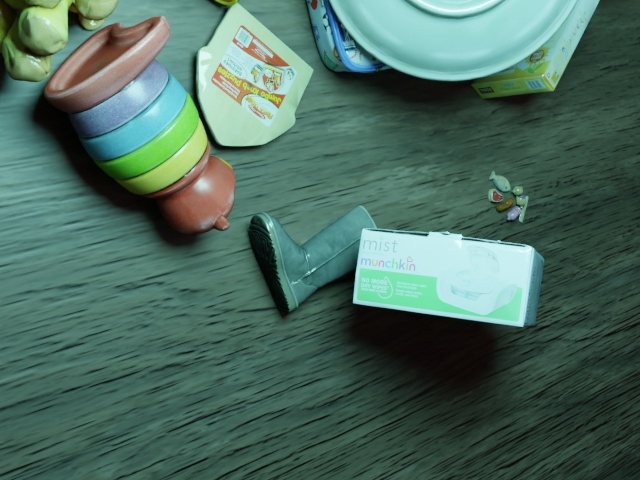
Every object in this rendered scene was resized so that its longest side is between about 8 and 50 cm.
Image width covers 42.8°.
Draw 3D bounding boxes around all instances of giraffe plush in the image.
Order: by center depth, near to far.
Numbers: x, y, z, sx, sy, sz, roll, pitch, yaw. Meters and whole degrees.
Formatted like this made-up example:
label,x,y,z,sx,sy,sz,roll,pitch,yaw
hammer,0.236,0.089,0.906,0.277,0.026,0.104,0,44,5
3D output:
label,x,y,z,sx,sy,sz,roll,pitch,yaw
giraffe plush,-0.329,-0.314,1.020,0.170,0.181,0.210,-17,68,-45

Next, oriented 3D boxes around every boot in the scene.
label,x,y,z,sx,sy,sz,roll,pitch,yaw
boot,-0.002,-0.002,1.311,0.208,0.076,0.190,-30,124,-24

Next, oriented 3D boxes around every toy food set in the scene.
label,x,y,z,sx,sy,sz,roll,pitch,yaw
toy food set,0.374,-0.081,1.617,0.122,0.019,0.078,22,80,-35

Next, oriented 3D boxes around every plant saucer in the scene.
label,x,y,z,sx,sy,sz,roll,pitch,yaw
plant saucer,0.191,-0.424,1.152,0.400,0.100,0.401,1,105,5

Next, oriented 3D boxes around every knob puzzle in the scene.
label,x,y,z,sx,sy,sz,roll,pitch,yaw
knob puzzle,-0.116,-0.229,1.240,0.213,0.030,0.213,-3,94,-37

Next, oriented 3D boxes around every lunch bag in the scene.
label,x,y,z,sx,sy,sz,roll,pitch,yaw
lunch bag,0.117,-0.408,1.316,0.303,0.115,0.243,-18,106,-18

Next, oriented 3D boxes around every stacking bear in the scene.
label,x,y,z,sx,sy,sz,roll,pitch,yaw
stacking bear,-0.217,-0.129,1.101,0.164,0.175,0.289,-51,127,-25

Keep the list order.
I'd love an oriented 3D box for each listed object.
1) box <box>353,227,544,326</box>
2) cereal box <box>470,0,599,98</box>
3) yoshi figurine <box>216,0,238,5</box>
label,x,y,z,sx,sy,sz,roll,pitch,yaw
box,0.213,0.059,1.307,0.231,0.261,0.127,14,84,-71
cereal box,0.404,-0.376,1.527,0.047,0.173,0.240,42,70,-31
yoshi figurine,-0.062,-0.519,1.177,0.203,0.203,0.362,41,66,-48
